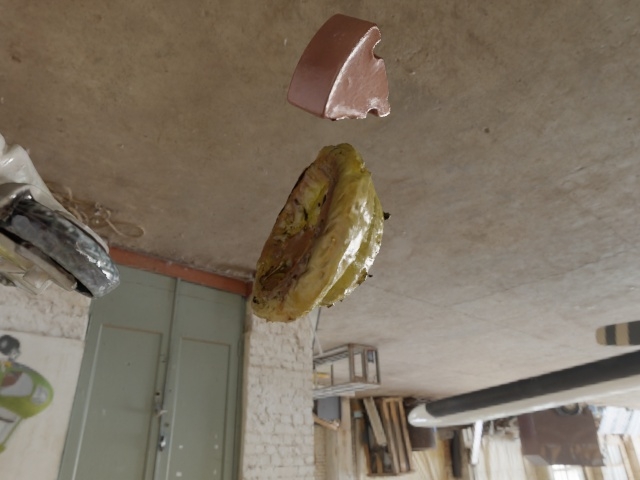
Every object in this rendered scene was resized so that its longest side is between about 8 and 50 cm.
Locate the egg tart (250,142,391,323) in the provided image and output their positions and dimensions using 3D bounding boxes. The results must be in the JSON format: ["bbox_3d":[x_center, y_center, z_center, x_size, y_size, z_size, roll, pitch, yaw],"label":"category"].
[{"bbox_3d":[0.000,0.000,0.656,0.115,0.290,0.290,28,144,-19],"label":"egg tart"}]

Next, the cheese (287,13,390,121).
[{"bbox_3d":[0.057,-0.346,0.889,0.202,0.128,0.177,-17,130,-39],"label":"cheese"}]

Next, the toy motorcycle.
[{"bbox_3d":[-0.315,-0.040,0.381,0.340,0.108,0.223,4,141,42],"label":"toy motorcycle"}]
